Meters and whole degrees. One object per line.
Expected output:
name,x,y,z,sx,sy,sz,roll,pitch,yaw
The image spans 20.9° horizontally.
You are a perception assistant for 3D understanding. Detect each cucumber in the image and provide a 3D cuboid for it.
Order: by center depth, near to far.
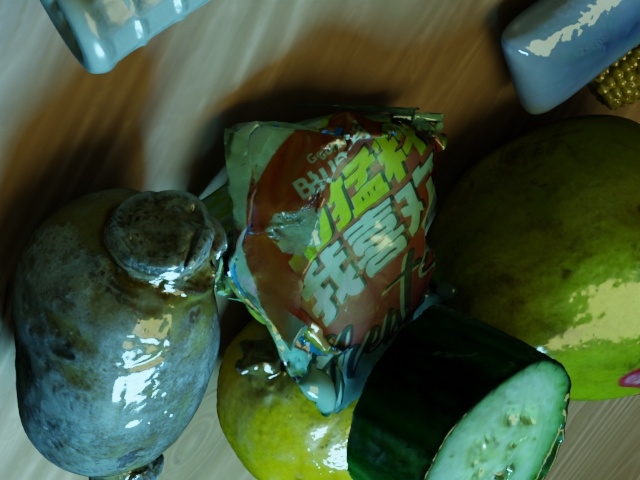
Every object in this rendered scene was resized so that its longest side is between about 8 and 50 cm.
cucumber,0.120,0.156,1.516,0.191,0.130,0.191,-29,130,-42

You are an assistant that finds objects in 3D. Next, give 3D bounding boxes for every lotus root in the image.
lotus root,-0.170,0.087,1.386,0.175,0.175,0.349,-22,148,-30

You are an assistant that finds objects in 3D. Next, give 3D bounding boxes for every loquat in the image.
loquat,-0.003,0.140,1.644,0.213,0.213,0.246,-45,144,10

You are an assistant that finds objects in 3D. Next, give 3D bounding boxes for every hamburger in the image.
hamburger,-0.006,0.005,1.499,0.260,0.150,0.276,-27,123,-45

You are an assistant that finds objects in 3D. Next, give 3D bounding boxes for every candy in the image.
candy,0.244,-0.199,1.578,0.174,0.071,0.138,-36,152,-3

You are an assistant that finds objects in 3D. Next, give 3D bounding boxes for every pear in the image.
pear,0.236,0.025,1.697,0.375,0.287,0.287,-13,144,-25

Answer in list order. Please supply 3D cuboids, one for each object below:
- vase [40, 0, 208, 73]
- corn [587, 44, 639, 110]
vase,-0.046,-0.226,1.118,0.299,0.143,0.143,-30,151,-11
corn,0.366,-0.224,1.676,0.260,0.091,0.091,-36,161,4
